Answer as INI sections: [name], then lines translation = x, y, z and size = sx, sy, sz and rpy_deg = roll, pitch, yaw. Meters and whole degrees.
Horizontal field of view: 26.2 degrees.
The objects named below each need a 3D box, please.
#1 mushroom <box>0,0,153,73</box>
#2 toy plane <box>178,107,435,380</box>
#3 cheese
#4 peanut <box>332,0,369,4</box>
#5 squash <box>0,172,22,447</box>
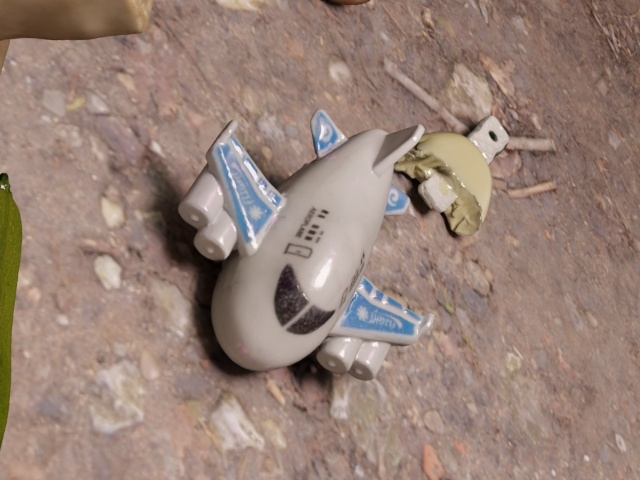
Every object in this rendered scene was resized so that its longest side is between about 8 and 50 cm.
[mushroom]
translation = -0.257, -0.193, 0.889
size = 0.292, 0.290, 0.293
rpy_deg = -13, 90, -77
[toy plane]
translation = -0.003, 0.001, 1.204
size = 0.266, 0.122, 0.267
rpy_deg = 7, 77, -33
[cheese]
translation = 0.163, -0.089, 1.562
size = 0.127, 0.049, 0.235
rpy_deg = 53, 35, -6
[peanut]
translation = 0.007, -0.318, 1.507
size = 0.152, 0.076, 0.076
rpy_deg = 40, 40, -20
[squash]
translation = -0.243, 0.050, 0.949
size = 0.069, 0.069, 0.258
rpy_deg = 26, 48, -39
